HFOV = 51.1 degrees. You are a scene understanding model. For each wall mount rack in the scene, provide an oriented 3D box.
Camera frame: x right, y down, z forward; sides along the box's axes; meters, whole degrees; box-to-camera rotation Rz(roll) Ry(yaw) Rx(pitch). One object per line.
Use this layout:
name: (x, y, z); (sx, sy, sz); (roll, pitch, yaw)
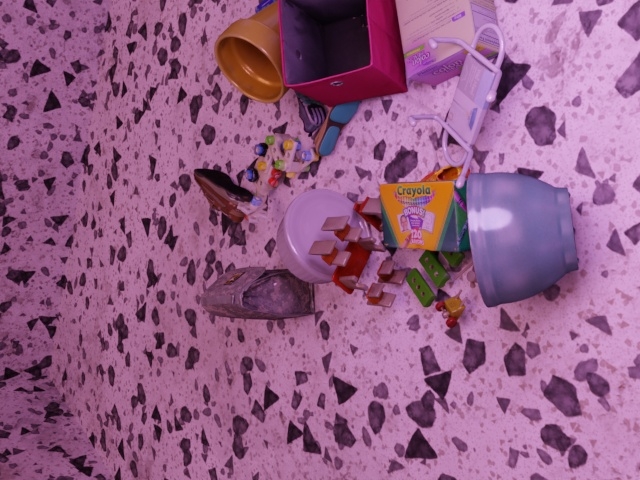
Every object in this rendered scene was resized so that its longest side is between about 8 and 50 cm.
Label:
wall mount rack: (0.315, -0.289, 1.481); (0.304, 0.130, 0.350); (-119, 31, -46)

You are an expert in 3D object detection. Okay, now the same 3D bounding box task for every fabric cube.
fabric cube: (0.064, -0.520, 1.774); (0.254, 0.258, 0.259); (-6, 84, 27)

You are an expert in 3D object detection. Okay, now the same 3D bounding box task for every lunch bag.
lunch bag: (-0.202, 0.167, 2.092); (0.235, 0.287, 0.169); (-8, 84, 49)

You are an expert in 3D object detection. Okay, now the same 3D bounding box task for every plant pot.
plant pot: (-0.150, -0.584, 2.017); (0.254, 0.254, 0.239); (3, 48, 49)
plant pot: (0.433, -0.012, 1.411); (0.196, 0.293, 0.293); (-7, 83, 22)

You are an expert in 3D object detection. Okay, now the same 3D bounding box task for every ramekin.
ramekin: (0.000, 0.000, 1.896); (0.127, 0.272, 0.273); (-37, 62, 56)

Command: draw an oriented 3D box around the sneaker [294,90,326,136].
sneaker: (-0.054, -0.437, 2.096); (0.098, 0.083, 0.224); (-49, 49, 52)

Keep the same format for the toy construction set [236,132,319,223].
toy construction set: (-0.152, -0.210, 2.161); (0.328, 0.151, 0.215); (-53, 52, 20)

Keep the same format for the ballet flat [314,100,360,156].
ballet flat: (0.041, -0.360, 1.990); (0.232, 0.080, 0.073); (-58, 34, 28)

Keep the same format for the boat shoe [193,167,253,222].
boat shoe: (-0.367, -0.165, 2.413); (0.324, 0.122, 0.120); (37, 119, 43)

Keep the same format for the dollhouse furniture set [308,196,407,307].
dollhouse furniture set: (0.108, 0.016, 1.793); (0.135, 0.262, 0.259); (-1, 55, 50)

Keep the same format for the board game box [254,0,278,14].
board game box: (-0.144, -0.708, 2.224); (0.160, 0.047, 0.210); (-18, 77, 47)

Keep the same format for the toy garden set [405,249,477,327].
toy garden set: (0.332, 0.075, 1.654); (0.244, 0.049, 0.204); (-60, 37, 27)

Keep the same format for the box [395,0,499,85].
box: (0.312, -0.541, 1.652); (0.213, 0.117, 0.243); (-18, 75, 47)

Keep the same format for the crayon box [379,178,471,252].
crayon box: (0.264, -0.064, 1.643); (0.278, 0.081, 0.165); (4, 100, 57)

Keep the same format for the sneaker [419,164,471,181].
sneaker: (0.298, -0.157, 1.697); (0.175, 0.067, 0.064); (-29, 69, 46)
